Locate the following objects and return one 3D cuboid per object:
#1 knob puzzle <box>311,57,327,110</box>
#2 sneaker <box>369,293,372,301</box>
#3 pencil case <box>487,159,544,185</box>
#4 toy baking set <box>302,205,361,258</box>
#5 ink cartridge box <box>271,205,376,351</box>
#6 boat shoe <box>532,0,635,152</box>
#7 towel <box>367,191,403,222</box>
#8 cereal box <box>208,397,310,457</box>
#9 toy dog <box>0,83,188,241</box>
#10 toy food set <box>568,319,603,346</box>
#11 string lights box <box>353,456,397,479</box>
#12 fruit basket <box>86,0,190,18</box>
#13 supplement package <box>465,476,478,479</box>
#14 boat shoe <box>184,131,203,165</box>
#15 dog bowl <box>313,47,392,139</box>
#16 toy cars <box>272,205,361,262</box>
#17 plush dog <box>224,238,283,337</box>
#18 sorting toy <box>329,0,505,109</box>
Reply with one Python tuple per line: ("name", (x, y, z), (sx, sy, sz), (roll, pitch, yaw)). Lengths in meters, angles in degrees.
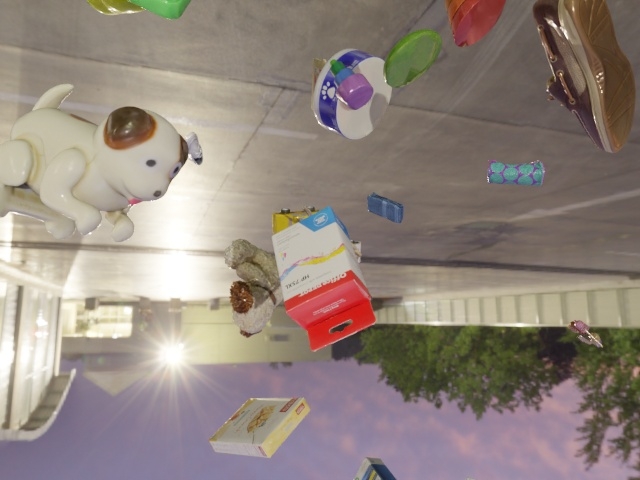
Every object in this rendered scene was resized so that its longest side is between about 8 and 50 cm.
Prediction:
("knob puzzle", (0.016, -0.498, 1.591), (0.029, 0.214, 0.213), (-7, 173, -18))
("sneaker", (0.111, 0.172, 1.630), (0.108, 0.130, 0.286), (-18, -173, 3))
("pencil case", (0.551, -0.193, 1.365), (0.151, 0.070, 0.064), (5, -172, 23))
("toy baking set", (0.038, -0.029, 1.495), (0.256, 0.030, 0.196), (40, 171, -10))
("ink cartridge box", (0.001, 0.064, 0.866), (0.134, 0.231, 0.078), (-27, 137, 11))
("boat shoe", (0.506, -0.321, 0.939), (0.342, 0.123, 0.123), (51, 162, -27))
("towel", (0.197, -0.098, 1.458), (0.119, 0.067, 0.029), (25, -134, 32))
("cereal box", (-0.161, 0.483, 1.261), (0.240, 0.048, 0.173), (-20, -168, 42))
("toy dog", (-0.515, -0.183, 1.141), (0.407, 0.396, 0.284), (-3, 159, 17))
("toy food set", (0.626, 0.216, 1.141), (0.019, 0.078, 0.122), (-45, 174, 3))
("string lights box", (0.208, 0.831, 1.523), (0.076, 0.134, 0.259), (24, -175, -33))
("fruit basket", (-0.411, -0.648, 1.123), (0.282, 0.393, 0.392), (22, 165, -12))
("supplement package", (0.424, 0.698, 1.110), (0.202, 0.194, 0.149), (1, 130, 34))
("boat shoe", (-0.443, -0.317, 1.697), (0.063, 0.066, 0.184), (40, 156, 2))
("dog bowl", (0.106, -0.462, 1.531), (0.104, 0.265, 0.264), (33, -168, 35))
("toy cars", (0.000, 0.000, 1.761), (0.393, 0.177, 0.087), (38, -176, -25))
("plush dog", (-0.172, 0.154, 1.345), (0.210, 0.226, 0.263), (8, 139, 16))
("sorting toy", (0.170, -0.400, 0.935), (0.365, 0.126, 0.127), (-32, 161, 1))
